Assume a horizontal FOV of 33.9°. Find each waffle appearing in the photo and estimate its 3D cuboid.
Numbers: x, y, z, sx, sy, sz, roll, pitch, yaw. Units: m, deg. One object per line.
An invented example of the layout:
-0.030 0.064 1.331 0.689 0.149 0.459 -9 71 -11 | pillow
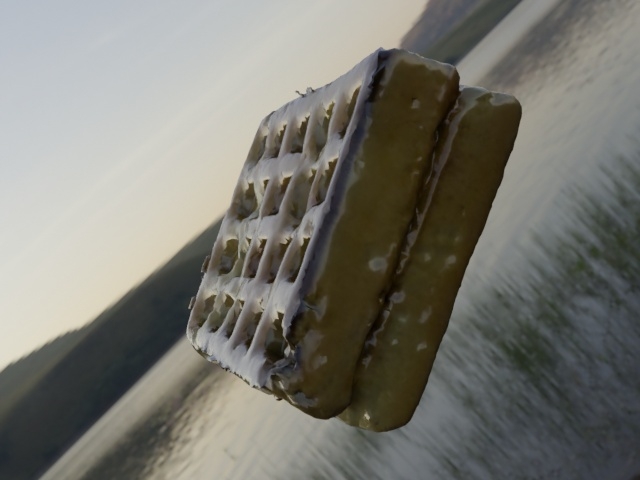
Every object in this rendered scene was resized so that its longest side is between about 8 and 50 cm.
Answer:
0.000 0.000 0.717 0.224 0.098 0.328 -69 14 -6 | waffle
